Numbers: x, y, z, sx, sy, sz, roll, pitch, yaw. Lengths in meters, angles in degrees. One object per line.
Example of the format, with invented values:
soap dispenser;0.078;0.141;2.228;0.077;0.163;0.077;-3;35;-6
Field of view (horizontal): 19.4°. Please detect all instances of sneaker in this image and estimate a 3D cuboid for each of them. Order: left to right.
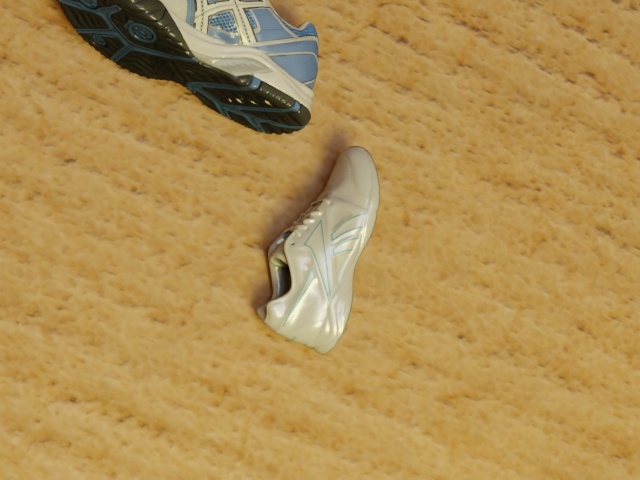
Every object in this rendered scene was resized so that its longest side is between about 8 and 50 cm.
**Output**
sneaker;-0.092;-0.153;1.301;0.211;0.080;0.081;30;63;-26
sneaker;0.000;0.000;1.319;0.061;0.054;0.152;20;74;-16
